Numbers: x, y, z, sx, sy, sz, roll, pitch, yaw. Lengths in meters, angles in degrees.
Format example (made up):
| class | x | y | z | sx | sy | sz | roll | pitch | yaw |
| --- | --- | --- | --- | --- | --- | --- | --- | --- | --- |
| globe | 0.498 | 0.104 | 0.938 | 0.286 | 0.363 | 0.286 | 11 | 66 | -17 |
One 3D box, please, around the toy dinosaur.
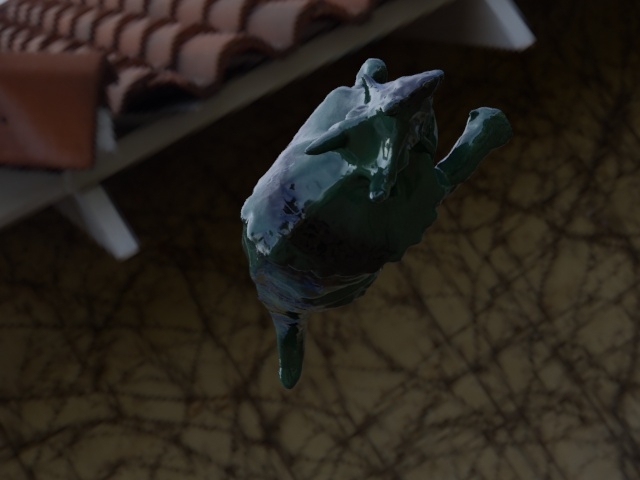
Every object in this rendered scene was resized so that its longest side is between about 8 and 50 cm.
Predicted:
| class | x | y | z | sx | sy | sz | roll | pitch | yaw |
| --- | --- | --- | --- | --- | --- | --- | --- | --- | --- |
| toy dinosaur | 0.012 | -0.012 | 0.647 | 0.120 | 0.079 | 0.292 | -46 | -7 | -15 |
